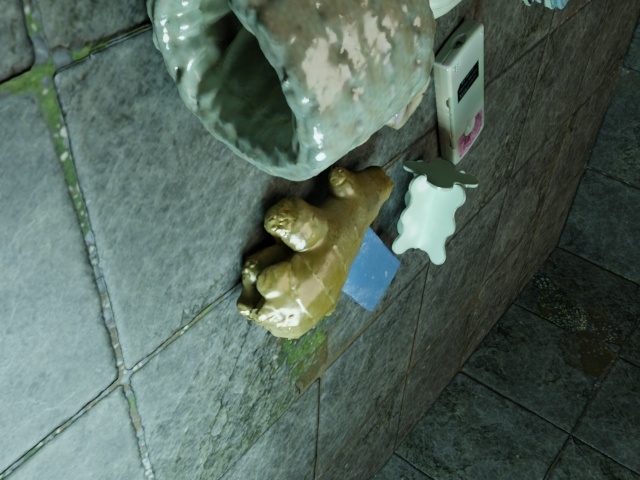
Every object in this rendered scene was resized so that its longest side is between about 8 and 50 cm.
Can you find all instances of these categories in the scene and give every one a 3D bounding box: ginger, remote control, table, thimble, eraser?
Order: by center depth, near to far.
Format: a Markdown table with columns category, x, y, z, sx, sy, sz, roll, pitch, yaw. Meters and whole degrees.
| category | x | y | z | sx | sy | sz | roll | pitch | yaw |
| --- | --- | --- | --- | --- | --- | --- | --- | --- | --- |
| thimble | -0.036 | -0.223 | 0.729 | 0.195 | 0.291 | 0.291 | -45 | 150 | -23 |
| ginger | -0.018 | -0.014 | 1.215 | 0.236 | 0.166 | 0.375 | 34 | 60 | -29 |
| eraser | 0.094 | 0.060 | 1.522 | 0.144 | 0.042 | 0.312 | -59 | 154 | -5 |
| remote control | 0.309 | -0.315 | 1.534 | 0.145 | 0.050 | 0.344 | -52 | 153 | -18 |
| table | 0.239 | -0.062 | 1.536 | 0.166 | 0.166 | 0.198 | -27 | 138 | -49 |

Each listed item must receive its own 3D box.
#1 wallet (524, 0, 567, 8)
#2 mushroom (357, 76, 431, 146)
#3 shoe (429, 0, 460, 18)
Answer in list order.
| category | x | y | z | sx | sy | sz | roll | pitch | yaw |
| --- | --- | --- | --- | --- | --- | --- | --- | --- | --- |
| wallet | 0.339 | -0.457 | 0.928 | 0.250 | 0.075 | 0.176 | -61 | 148 | -3 |
| mushroom | 0.061 | -0.251 | 0.984 | 0.255 | 0.184 | 0.255 | -47 | 165 | -16 |
| shoe | 0.246 | -0.518 | 1.156 | 0.342 | 0.132 | 0.210 | -54 | 165 | -22 |
